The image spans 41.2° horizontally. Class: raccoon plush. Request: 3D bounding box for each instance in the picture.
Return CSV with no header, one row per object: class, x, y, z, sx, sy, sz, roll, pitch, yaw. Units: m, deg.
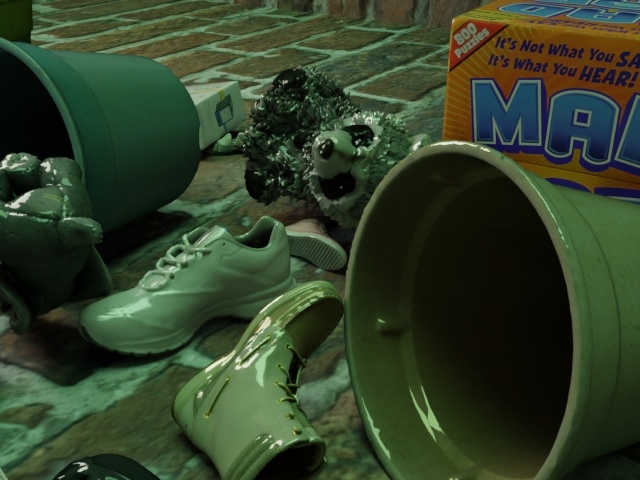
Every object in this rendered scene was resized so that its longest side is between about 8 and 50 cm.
raccoon plush,0.092,-0.134,1.328,0.299,0.216,0.446,26,23,28

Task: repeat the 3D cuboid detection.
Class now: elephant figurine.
elephant figurine,-0.330,0.030,1.004,0.169,0.240,0.186,-1,38,-9

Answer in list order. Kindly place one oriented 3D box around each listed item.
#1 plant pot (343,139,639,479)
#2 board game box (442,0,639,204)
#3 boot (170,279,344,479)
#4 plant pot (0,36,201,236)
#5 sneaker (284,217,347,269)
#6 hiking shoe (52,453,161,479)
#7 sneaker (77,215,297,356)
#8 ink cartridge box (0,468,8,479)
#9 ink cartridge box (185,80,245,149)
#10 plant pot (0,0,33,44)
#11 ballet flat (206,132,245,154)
plant pot,0.236,0.081,0.821,0.305,0.334,0.334,1,22,-29
board game box,0.406,-0.152,1.232,0.356,0.357,0.356,15,28,26
boot,-0.031,0.147,0.827,0.213,0.077,0.165,-41,38,-7
plant pot,-0.368,-0.139,1.252,0.341,0.341,0.334,12,20,24
sneaker,0.000,0.000,1.251,0.134,0.051,0.070,17,34,39
hiking shoe,-0.050,0.243,0.554,0.304,0.113,0.132,44,13,-5
sneaker,-0.162,0.048,1.051,0.297,0.129,0.111,-20,34,-35
ink cartridge box,-0.243,0.252,0.507,0.153,0.209,0.086,-17,30,-34
ink cartridge box,-0.266,-0.252,1.725,0.154,0.093,0.212,-1,21,21
plant pot,-0.630,-0.229,1.372,0.366,0.353,0.366,1,24,0
ballet flat,-0.169,-0.194,1.685,0.114,0.041,0.041,-4,25,-11
